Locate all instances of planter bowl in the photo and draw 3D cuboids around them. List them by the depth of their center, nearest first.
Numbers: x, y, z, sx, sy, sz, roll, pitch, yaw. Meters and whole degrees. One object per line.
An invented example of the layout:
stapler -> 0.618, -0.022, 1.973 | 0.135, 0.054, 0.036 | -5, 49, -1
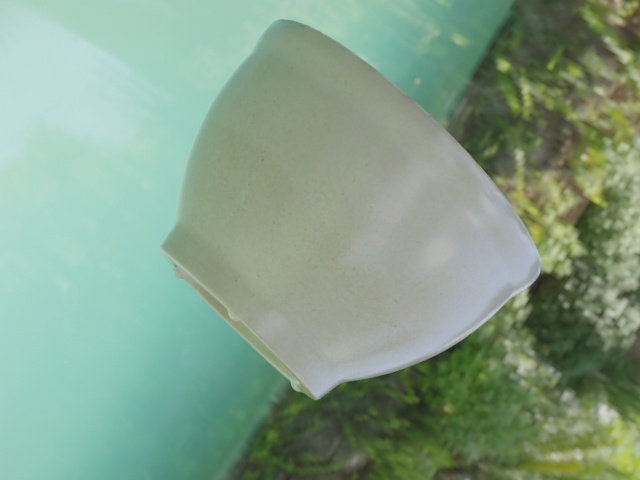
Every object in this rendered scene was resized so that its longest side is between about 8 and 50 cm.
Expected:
planter bowl -> 0.000, 0.000, 0.591 | 0.109, 0.162, 0.162 | -47, 174, -8
